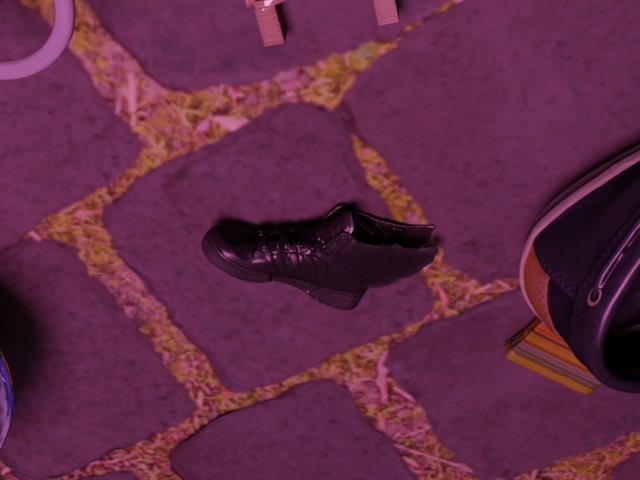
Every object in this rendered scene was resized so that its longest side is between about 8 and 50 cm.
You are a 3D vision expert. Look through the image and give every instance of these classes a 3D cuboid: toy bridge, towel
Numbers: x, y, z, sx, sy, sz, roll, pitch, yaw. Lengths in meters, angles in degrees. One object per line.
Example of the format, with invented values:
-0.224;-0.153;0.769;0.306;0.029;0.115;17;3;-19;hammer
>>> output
0.040;-0.178;0.746;0.188;0.026;0.063;-9;125;9;toy bridge
0.264;0.039;0.916;0.102;0.021;0.237;25;124;-24;towel

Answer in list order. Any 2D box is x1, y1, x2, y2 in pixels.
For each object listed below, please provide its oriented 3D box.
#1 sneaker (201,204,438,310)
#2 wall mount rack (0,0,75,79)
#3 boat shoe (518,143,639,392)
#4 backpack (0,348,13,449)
0.000;0.002;0.875;0.170;0.051;0.089;21;126;-20;sneaker
-0.168;-0.274;0.622;0.304;0.130;0.350;-4;128;9;wall mount rack
0.358;-0.062;0.737;0.500;0.156;0.187;-37;116;18;boat shoe
-0.412;0.095;0.833;0.356;0.273;0.290;33;83;-36;backpack
